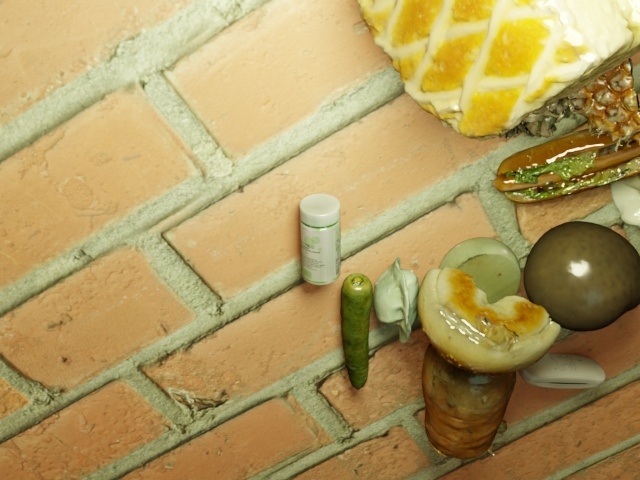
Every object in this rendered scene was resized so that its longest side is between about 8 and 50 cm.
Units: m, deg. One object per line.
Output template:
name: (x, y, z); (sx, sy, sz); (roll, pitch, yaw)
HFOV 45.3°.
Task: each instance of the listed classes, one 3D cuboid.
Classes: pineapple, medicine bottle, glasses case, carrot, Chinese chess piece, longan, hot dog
pineapple: (0.449, -0.267, 1.458); (0.272, 0.262, 0.262); (-15, 128, 20)
medicine bottle: (0.000, 0.000, 1.617); (0.086, 0.086, 0.183); (-6, 125, -7)
glasses case: (0.618, 0.335, 1.969); (0.233, 0.092, 0.059); (4, 126, -12)
carrot: (0.085, 0.225, 1.804); (0.074, 0.074, 0.358); (-7, 128, -6)
carrot: (0.354, 0.356, 1.858); (0.224, 0.224, 0.340); (-9, 133, -4)
Chinese chess piece: (0.362, 0.081, 1.750); (0.188, 0.083, 0.188); (-3, 123, -5)
longan: (0.580, 0.080, 1.686); (0.258, 0.258, 0.258); (-5, 125, -7)
hot dog: (0.519, -0.152, 1.573); (0.337, 0.100, 0.135); (-16, 126, 15)

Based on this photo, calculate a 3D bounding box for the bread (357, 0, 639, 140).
bread: (0.286, -0.379, 1.141); (0.279, 0.390, 0.371); (-32, 90, -24)

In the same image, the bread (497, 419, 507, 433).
bread: (0.467, 0.510, 2.098); (0.088, 0.033, 0.049); (-3, 140, -4)

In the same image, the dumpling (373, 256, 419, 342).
dumpling: (0.164, 0.139, 1.714); (0.108, 0.152, 0.219); (5, 130, 20)

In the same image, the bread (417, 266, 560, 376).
bread: (0.347, 0.202, 1.636); (0.314, 0.192, 0.171); (19, 132, 2)

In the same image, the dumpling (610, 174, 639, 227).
dumpling: (0.754, -0.162, 1.631); (0.243, 0.187, 0.318); (20, 116, 23)
